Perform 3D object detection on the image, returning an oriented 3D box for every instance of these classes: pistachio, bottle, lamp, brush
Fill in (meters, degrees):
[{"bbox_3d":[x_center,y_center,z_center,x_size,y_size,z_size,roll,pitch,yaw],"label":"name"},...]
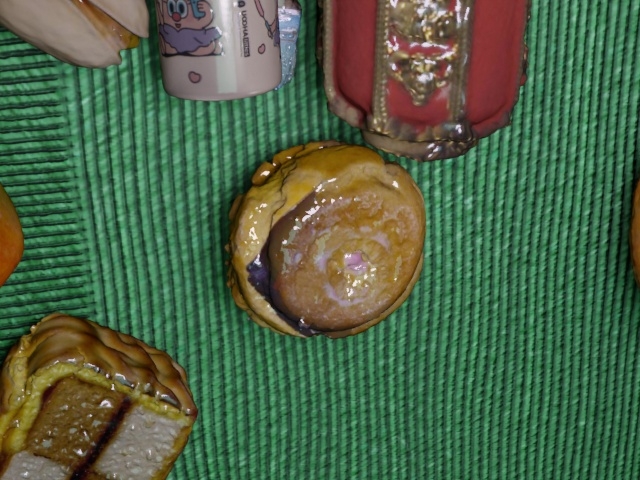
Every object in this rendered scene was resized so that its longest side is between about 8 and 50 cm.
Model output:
[{"bbox_3d":[-0.195,-0.194,0.986,0.149,0.113,0.113,36,103,-24],"label":"pistachio"},{"bbox_3d":[-0.089,-0.220,1.006,0.110,0.097,0.209,6,111,26],"label":"bottle"},{"bbox_3d":[0.082,-0.202,1.020,0.177,0.177,0.273,-6,118,-12],"label":"lamp"},{"bbox_3d":[-0.043,-0.218,1.068,0.070,0.021,0.196,3,113,-16],"label":"brush"}]

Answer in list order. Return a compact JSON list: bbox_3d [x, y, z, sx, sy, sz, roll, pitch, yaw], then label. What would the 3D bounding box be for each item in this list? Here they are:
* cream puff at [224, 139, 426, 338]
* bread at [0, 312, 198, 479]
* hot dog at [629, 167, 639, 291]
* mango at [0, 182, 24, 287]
[{"bbox_3d":[0.000,0.000,1.128,0.189,0.129,0.189,-9,114,-20],"label":"cream puff"},{"bbox_3d":[-0.226,0.185,1.178,0.181,0.096,0.222,22,111,-24],"label":"bread"},{"bbox_3d":[0.445,-0.056,1.202,0.267,0.174,0.387,21,100,-26],"label":"hot dog"},{"bbox_3d":[-0.369,-0.040,1.010,0.289,0.129,0.146,25,110,-16],"label":"mango"}]
